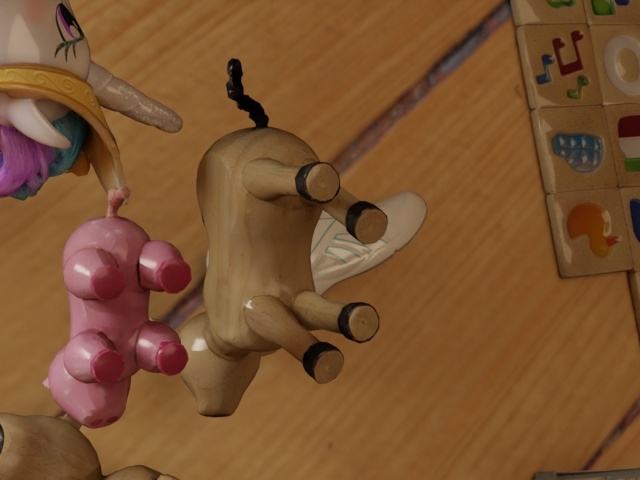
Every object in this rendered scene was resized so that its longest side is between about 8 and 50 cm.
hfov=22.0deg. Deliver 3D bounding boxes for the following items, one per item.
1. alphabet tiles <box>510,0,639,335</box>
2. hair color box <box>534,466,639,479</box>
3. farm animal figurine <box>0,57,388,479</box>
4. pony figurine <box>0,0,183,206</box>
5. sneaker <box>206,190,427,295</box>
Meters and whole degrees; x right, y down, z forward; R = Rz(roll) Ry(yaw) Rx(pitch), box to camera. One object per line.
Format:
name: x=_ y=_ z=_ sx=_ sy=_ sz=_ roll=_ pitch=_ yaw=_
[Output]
alphabet tiles: x=0.262 y=-0.096 z=1.155 sx=0.285 sy=0.011 sz=0.342 roll=-5 pitch=82 yaw=-31
hair color box: x=0.309 y=0.263 z=0.999 sx=0.374 sy=0.185 sz=0.113 roll=31 pitch=67 yaw=-20
farm animal figurine: x=-0.084 y=0.125 z=0.822 sx=0.330 sy=0.172 sz=0.326 roll=-42 pitch=119 yaw=-16
pony figurine: x=-0.236 y=-0.182 z=0.732 sx=0.351 sy=0.303 sz=0.363 roll=-7 pitch=85 yaw=-37
sneaker: x=0.000 y=0.000 z=0.961 sx=0.152 sy=0.054 sz=0.061 roll=-30 pitch=92 yaw=-30
